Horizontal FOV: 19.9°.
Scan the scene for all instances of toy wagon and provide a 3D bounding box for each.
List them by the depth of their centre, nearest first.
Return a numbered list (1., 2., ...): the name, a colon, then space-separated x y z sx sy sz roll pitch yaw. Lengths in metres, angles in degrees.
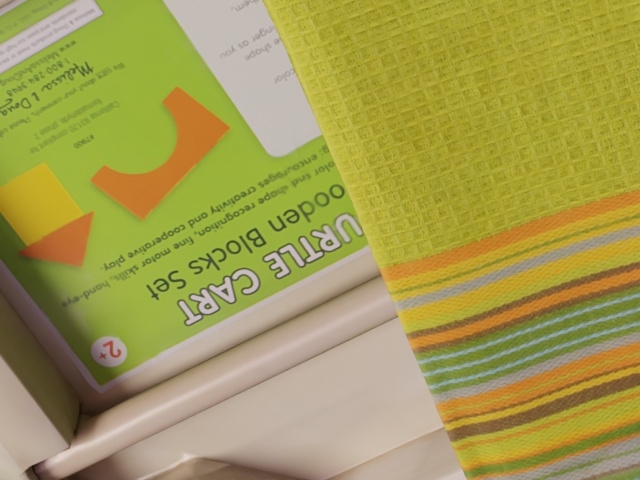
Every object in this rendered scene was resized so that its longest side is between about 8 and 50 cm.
1. toy wagon: 0.000 0.000 0.456 0.267 0.068 0.344 -26 116 15

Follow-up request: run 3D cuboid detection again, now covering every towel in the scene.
1. towel: 0.048 -0.033 0.385 0.102 0.021 0.237 -19 117 10
